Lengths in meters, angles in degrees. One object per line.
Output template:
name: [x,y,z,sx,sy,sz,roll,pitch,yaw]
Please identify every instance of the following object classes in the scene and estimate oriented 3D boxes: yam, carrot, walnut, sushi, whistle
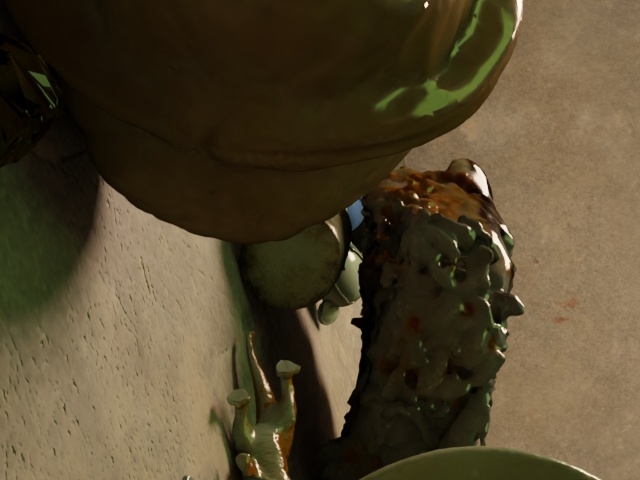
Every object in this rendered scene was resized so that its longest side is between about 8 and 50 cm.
yam: [-0.020,0.002,1.314,0.194,0.107,0.107,-58,133,-78]
carrot: [-0.177,-0.049,0.583,0.229,0.069,0.069,-74,149,-70]
walnut: [-0.038,-0.190,0.833,0.381,0.381,0.381,-15,90,-81]
sushi: [0.100,0.121,1.354,0.417,0.176,0.417,9,90,-89]
whistle: [0.000,0.000,1.527,0.114,0.077,0.236,-50,139,-24]

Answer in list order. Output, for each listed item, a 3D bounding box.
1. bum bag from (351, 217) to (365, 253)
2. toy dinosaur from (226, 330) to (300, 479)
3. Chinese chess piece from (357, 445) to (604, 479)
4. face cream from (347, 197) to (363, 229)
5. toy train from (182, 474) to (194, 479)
bum bag: [0.066,-0.086,1.964,0.060,0.123,0.248,-1,74,-46]
toy dinosaur: [-0.041,0.179,1.077,0.212,0.057,0.142,-78,163,-68]
Chinese chess piece: [0.118,0.321,0.889,0.146,0.349,0.349,88,-6,-57]
face cream: [0.022,-0.114,1.813,0.264,0.083,0.149,-93,161,-51]
toy train: [-0.081,0.225,0.779,0.207,0.047,0.043,-87,162,-58]
